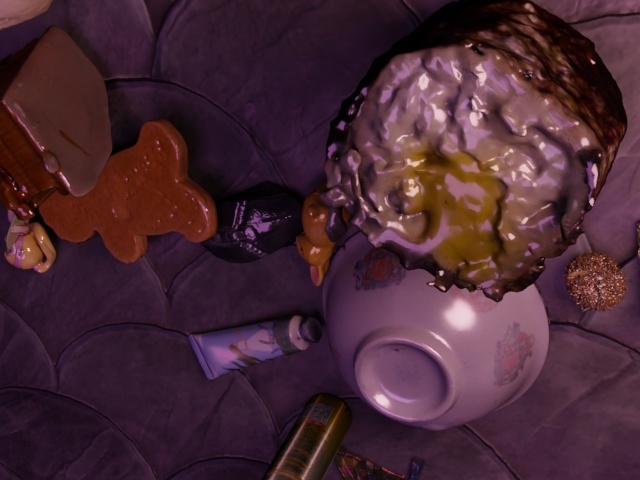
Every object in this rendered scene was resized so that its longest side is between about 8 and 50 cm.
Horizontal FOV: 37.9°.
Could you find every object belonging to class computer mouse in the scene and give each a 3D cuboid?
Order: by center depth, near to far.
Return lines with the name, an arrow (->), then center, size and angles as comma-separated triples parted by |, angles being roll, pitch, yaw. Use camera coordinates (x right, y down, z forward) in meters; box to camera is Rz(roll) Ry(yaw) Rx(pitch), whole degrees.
computer mouse -> -0.108, -0.020, 1.368 | 0.192, 0.062, 0.106 | -12, 112, 27

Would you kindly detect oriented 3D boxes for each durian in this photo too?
durian -> 0.358, 0.053, 1.206 | 0.080, 0.091, 0.080 | 8, 100, 55

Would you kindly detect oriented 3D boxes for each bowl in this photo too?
bowl -> 0.137, 0.153, 1.304 | 0.345, 0.157, 0.346 | 11, 122, 18

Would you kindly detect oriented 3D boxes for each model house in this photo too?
model house -> -0.428, -0.155, 1.342 | 0.229, 0.220, 0.199 | -17, 120, 37

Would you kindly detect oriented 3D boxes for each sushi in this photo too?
sushi -> 0.175, -0.116, 1.051 | 0.299, 0.294, 0.281 | 26, 124, 9

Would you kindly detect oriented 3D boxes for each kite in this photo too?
kite -> 0.139, 0.451, 1.555 | 0.321, 0.016, 0.234 | 24, 124, 9

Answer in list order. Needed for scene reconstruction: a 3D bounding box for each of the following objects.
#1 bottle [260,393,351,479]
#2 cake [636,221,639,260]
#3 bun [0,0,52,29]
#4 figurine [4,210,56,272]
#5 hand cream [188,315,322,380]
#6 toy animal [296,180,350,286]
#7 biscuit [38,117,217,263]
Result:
bottle -> -0.035, 0.347, 1.405 | 0.082, 0.286, 0.082 | 10, 121, 18
cake -> 0.437, 0.033, 1.189 | 0.051, 0.055, 0.140 | -7, 97, 28
bun -> -0.472, -0.445, 1.190 | 0.365, 0.219, 0.365 | 23, 138, 22
figurine -> -0.481, -0.025, 1.519 | 0.083, 0.083, 0.187 | 13, 123, 16
hand cream -> -0.106, 0.166, 1.485 | 0.256, 0.055, 0.088 | -17, 106, 37
toy animal -> -0.003, 0.001, 1.319 | 0.070, 0.083, 0.159 | 33, 134, 20
biscuit -> -0.306, -0.073, 1.423 | 0.339, 0.047, 0.216 | -15, 102, 37
